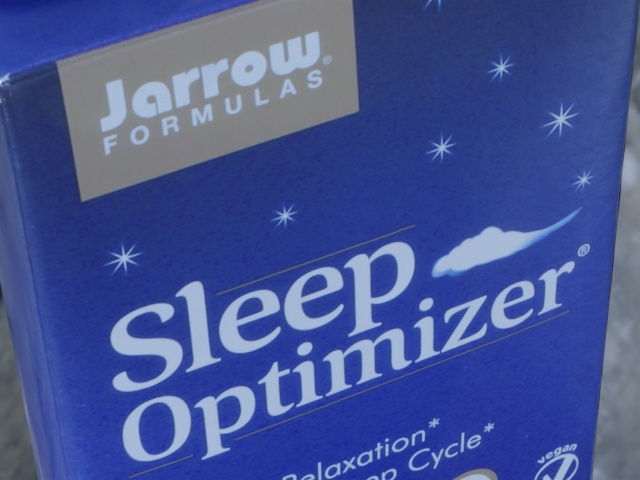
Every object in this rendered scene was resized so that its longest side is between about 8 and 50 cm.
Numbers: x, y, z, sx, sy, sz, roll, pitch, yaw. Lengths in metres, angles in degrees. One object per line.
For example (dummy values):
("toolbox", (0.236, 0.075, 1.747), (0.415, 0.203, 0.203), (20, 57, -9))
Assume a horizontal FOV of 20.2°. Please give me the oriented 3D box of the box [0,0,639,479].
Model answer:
("box", (0.000, 0.000, 0.385), (0.136, 0.225, 0.036), (-19, 42, -19))
